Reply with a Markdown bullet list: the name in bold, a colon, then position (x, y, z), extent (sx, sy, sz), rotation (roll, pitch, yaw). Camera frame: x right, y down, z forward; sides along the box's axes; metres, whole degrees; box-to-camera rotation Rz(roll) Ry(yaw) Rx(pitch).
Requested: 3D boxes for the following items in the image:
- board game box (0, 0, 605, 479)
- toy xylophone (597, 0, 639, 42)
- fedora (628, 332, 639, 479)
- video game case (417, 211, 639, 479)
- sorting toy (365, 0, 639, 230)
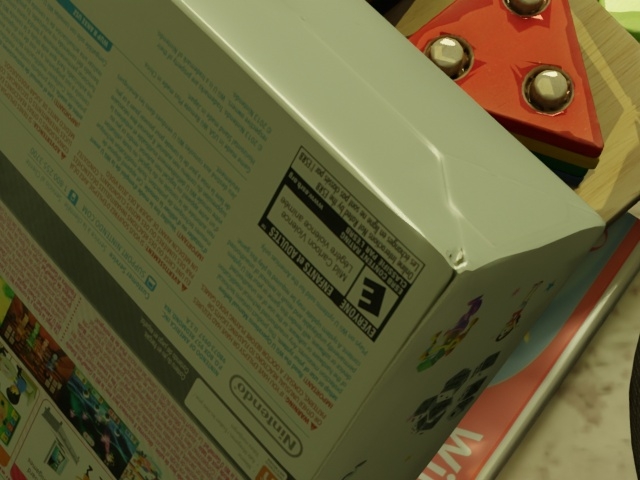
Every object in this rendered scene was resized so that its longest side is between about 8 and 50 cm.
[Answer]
- **board game box**: position (-0.067, 0.036, 0.547), extent (0.224, 0.303, 0.097), rotation (46, 36, 22)
- **toy xylophone**: position (0.165, -0.198, 0.782), extent (0.323, 0.081, 0.236), rotation (26, 66, 14)
- **fedora**: position (0.258, 0.068, 0.568), extent (0.244, 0.275, 0.124), rotation (3, 18, 24)
- **video game case**: position (0.000, 0.000, 0.717), extent (0.285, 0.025, 0.204), rotation (32, 68, 17)
- **sorting toy**: position (0.012, -0.073, 0.648), extent (0.257, 0.089, 0.255), rotation (-40, 78, -9)
